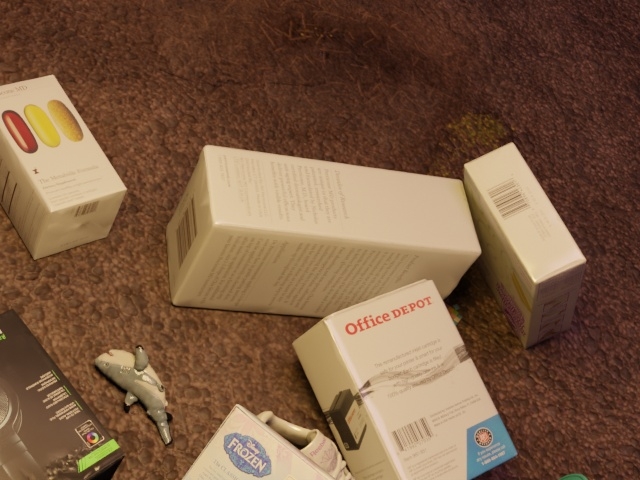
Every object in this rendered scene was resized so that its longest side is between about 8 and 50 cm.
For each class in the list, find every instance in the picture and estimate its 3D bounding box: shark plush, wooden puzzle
[{"bbox_3d":[-0.266,0.229,1.738,0.067,0.073,0.161,-30,93,-19],"label":"shark plush"},{"bbox_3d":[0.218,0.133,2.061,0.049,0.006,0.083,39,48,5],"label":"wooden puzzle"}]

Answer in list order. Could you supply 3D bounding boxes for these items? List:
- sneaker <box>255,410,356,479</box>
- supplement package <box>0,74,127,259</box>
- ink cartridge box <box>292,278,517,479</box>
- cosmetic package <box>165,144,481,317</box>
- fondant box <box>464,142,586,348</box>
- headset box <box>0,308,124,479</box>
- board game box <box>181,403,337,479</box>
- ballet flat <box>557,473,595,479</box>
[{"bbox_3d":[-0.001,0.360,1.683,0.305,0.152,0.114,36,46,0],"label":"sneaker"},{"bbox_3d":[-0.433,-0.117,1.840,0.139,0.134,0.244,-21,67,-37],"label":"supplement package"},{"bbox_3d":[0.128,0.243,1.814,0.223,0.129,0.307,-18,77,-34],"label":"ink cartridge box"},{"bbox_3d":[0.000,0.000,1.905,0.453,0.230,0.161,7,52,-23],"label":"cosmetic package"},{"bbox_3d":[0.337,0.018,1.994,0.096,0.330,0.238,-26,66,-3],"label":"fondant box"},{"bbox_3d":[-0.435,0.275,1.544,0.246,0.131,0.283,-29,72,-38],"label":"headset box"},{"bbox_3d":[-0.075,0.409,1.380,0.319,0.066,0.318,33,84,34],"label":"board game box"},{"bbox_3d":[0.303,0.561,1.703,0.182,0.164,0.483,53,53,-11],"label":"ballet flat"}]
